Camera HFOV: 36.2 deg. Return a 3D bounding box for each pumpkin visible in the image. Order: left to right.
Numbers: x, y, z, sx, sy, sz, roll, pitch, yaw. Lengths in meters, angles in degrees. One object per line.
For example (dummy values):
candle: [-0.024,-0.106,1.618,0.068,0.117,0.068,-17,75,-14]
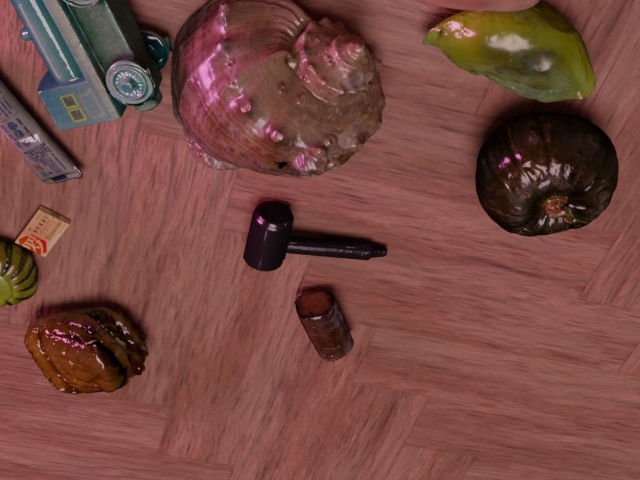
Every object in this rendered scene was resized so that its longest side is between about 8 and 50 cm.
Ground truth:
pumpkin: [0.347,-0.098,1.507,0.223,0.157,0.224,-4,143,-3]

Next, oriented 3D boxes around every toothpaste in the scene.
toothpaste: [-0.463,-0.182,1.492,0.069,0.047,0.268,-31,130,1]

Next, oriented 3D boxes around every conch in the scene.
conch: [-0.086,-0.196,1.390,0.352,0.210,0.297,-36,108,25]

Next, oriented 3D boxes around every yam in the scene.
yam: [0.008,0.155,1.781,0.079,0.079,0.141,-13,132,11]

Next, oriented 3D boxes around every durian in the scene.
durian: [0.279,-0.269,1.387,0.250,0.101,0.139,20,129,-18]

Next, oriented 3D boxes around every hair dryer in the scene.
hair dryer: [0.000,0.001,1.654,0.247,0.071,0.114,5,132,-11]

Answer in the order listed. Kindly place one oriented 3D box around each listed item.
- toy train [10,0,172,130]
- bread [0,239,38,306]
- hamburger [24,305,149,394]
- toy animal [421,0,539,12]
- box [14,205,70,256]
toy train: [-0.335,-0.295,1.346,0.194,0.120,0.298,-9,129,17]
bread: [-0.557,0.059,1.692,0.129,0.071,0.139,-10,132,2]
hamburger: [-0.430,0.210,1.792,0.206,0.130,0.183,-10,129,11]
toy animal: [0.171,-0.408,1.204,0.212,0.195,0.256,-7,129,-5]
box: [-0.471,-0.015,1.661,0.058,0.015,0.093,28,125,-26]
